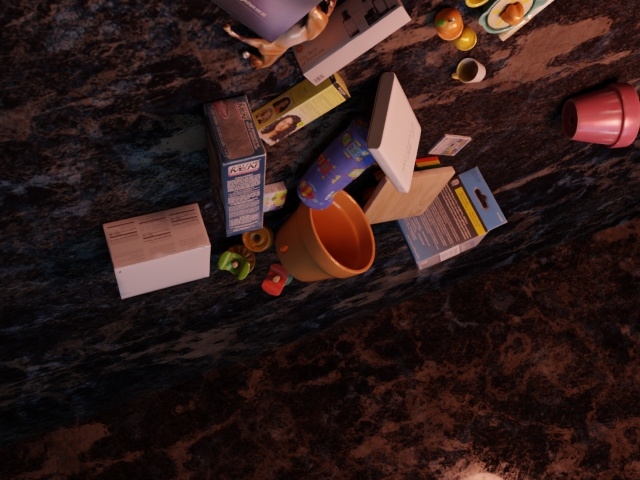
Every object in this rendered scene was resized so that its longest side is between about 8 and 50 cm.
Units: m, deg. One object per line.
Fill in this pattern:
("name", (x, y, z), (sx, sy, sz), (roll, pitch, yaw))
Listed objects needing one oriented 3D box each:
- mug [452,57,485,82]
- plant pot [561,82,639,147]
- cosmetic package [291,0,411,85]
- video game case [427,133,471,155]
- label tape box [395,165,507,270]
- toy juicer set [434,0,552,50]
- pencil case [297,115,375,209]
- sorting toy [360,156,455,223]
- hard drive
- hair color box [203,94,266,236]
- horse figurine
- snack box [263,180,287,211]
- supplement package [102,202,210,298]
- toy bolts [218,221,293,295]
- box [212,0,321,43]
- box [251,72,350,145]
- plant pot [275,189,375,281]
("mug", (0.388, -0.438, 1.700), (0.064, 0.078, 0.062), (-7, 122, -50))
("plant pot", (0.872, -0.389, 2.073), (0.180, 0.201, 0.201), (-5, 156, -2))
("cosmetic package", (0.057, -0.432, 1.353), (0.239, 0.099, 0.060), (-31, 153, 19))
("video game case", (0.403, -0.298, 2.059), (0.122, 0.011, 0.087), (-2, 149, -39))
("label tape box", (0.441, -0.074, 2.287), (0.333, 0.241, 0.106), (-24, 157, 5))
("toy juicer set", (0.409, -0.506, 1.513), (0.328, 0.090, 0.209), (-6, 152, -33))
("pencil case", (0.058, -0.206, 1.815), (0.133, 0.119, 0.306), (-1, 149, -41))
("sorting toy", (0.256, -0.167, 2.116), (0.255, 0.089, 0.257), (-11, 155, -25))
("hard drive", (0.198, -0.271, 1.717), (0.040, 0.203, 0.307), (7, 167, 23))
("hair color box", (-0.207, -0.169, 1.594), (0.105, 0.174, 0.347), (-14, 155, -14))
("horse figurine", (-0.066, -0.430, 1.289), (0.263, 0.066, 0.174), (-27, 151, 18))
("snack box", (-0.173, -0.118, 1.907), (0.141, 0.037, 0.100), (-13, 155, -19))
("supplement package", (-0.455, 0.032, 1.850), (0.261, 0.145, 0.204), (-14, 155, -17))
("toy bolts", (-0.178, 0.049, 2.116), (0.218, 0.228, 0.158), (-58, 180, 14))
("box", (-0.077, -0.501, 0.980), (0.294, 0.183, 0.296), (-34, 155, 23))
("box", (-0.051, -0.317, 1.557), (0.232, 0.058, 0.087), (-30, 156, 16))
("plant pot", (0.000, 0.000, 2.028), (0.203, 0.291, 0.290), (-29, 158, 36))
